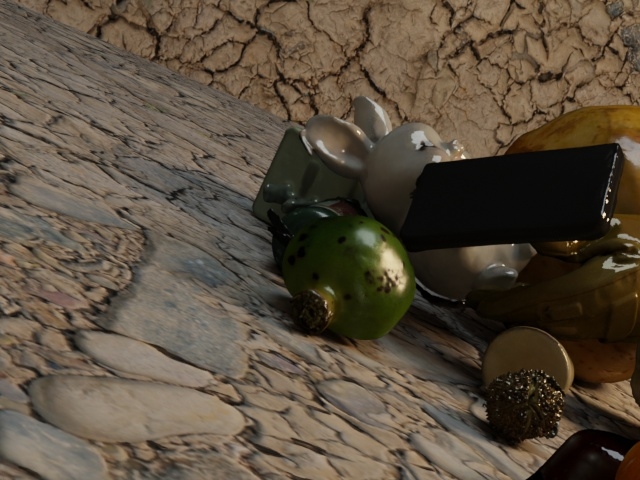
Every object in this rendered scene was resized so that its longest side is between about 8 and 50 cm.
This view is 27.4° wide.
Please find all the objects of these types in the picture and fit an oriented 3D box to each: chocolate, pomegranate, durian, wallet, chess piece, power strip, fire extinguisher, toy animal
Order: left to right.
[{"bbox_3d":[0.000,0.000,1.569,0.118,0.093,0.294,46,11,4],"label":"fire extinguisher"},{"bbox_3d":[0.002,-0.067,1.812,0.139,0.140,0.224,31,10,26],"label":"power strip"},{"bbox_3d":[0.028,0.035,1.353,0.143,0.122,0.169,42,10,13],"label":"pomegranate"},{"bbox_3d":[0.127,-0.052,1.638,0.325,0.154,0.208,34,30,16],"label":"toy animal"},{"bbox_3d":[0.205,-0.043,1.441,0.250,0.044,0.149,-5,39,26],"label":"wallet"},{"bbox_3d":[0.193,0.162,1.263,0.080,0.080,0.091,22,-31,-18],"label":"durian"},{"bbox_3d":[0.238,0.139,1.441,0.094,0.094,0.170,28,6,17],"label":"chess piece"},{"bbox_3d":[0.257,0.210,1.110,0.149,0.080,0.125,24,9,-20],"label":"chocolate"},{"bbox_3d":[0.411,0.015,1.770,0.410,0.410,0.410,25,9,-4],"label":"pomegranate"}]

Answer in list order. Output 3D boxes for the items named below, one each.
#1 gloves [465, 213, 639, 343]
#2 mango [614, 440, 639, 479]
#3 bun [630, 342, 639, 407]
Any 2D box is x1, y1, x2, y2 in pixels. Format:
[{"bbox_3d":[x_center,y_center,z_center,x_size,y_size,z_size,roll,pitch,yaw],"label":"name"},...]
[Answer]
[{"bbox_3d":[0.325,0.044,1.478,0.331,0.154,0.141,-19,61,-19],"label":"gloves"},{"bbox_3d":[0.297,0.234,0.924,0.187,0.138,0.257,43,13,-2],"label":"mango"},{"bbox_3d":[0.450,0.206,1.530,0.210,0.116,0.237,25,31,-34],"label":"bun"}]
